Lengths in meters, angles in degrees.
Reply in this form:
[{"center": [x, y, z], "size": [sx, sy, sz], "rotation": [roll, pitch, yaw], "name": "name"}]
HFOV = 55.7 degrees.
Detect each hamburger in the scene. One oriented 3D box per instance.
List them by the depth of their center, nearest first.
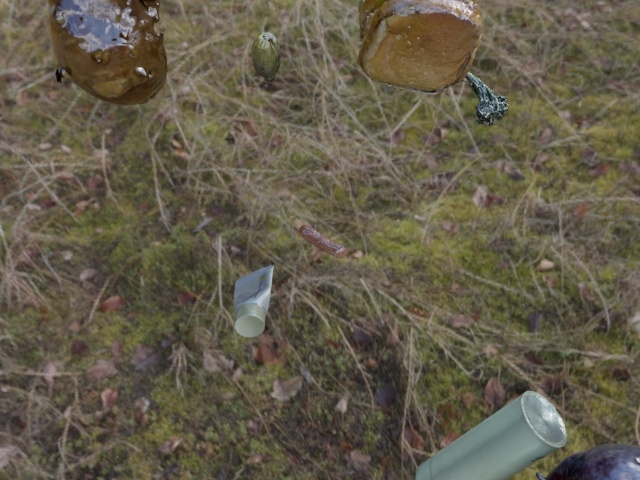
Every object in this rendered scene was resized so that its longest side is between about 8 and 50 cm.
[{"center": [0.185, -0.400, 1.137], "size": [0.245, 0.260, 0.211], "rotation": [-20, 58, 30], "name": "hamburger"}]

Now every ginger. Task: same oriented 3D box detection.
[{"center": [-0.296, -0.354, 0.803], "size": [0.176, 0.418, 0.254], "rotation": [-8, 55, -9], "name": "ginger"}]

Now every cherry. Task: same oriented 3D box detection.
[{"center": [0.335, 0.309, 0.653], "size": [0.195, 0.195, 0.195], "rotation": [-7, 48, 8], "name": "cherry"}]

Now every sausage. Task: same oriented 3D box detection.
[{"center": [0.000, 0.000, 1.445], "size": [0.158, 0.042, 0.036], "rotation": [31, 97, 40], "name": "sausage"}]

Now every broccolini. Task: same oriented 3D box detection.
[{"center": [0.317, -0.353, 1.374], "size": [0.272, 0.062, 0.123], "rotation": [34, 40, -13], "name": "broccolini"}]

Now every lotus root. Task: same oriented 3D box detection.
[{"center": [-0.103, -0.346, 1.146], "size": [0.049, 0.099, 0.054], "rotation": [33, 54, 30], "name": "lotus root"}]

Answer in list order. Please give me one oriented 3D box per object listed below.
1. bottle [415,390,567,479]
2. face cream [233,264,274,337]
[{"center": [0.205, 0.267, 0.752], "size": [0.072, 0.201, 0.072], "rotation": [25, 37, -20], "name": "bottle"}, {"center": [-0.170, 0.140, 1.491], "size": [0.114, 0.070, 0.224], "rotation": [-23, 31, 12], "name": "face cream"}]
